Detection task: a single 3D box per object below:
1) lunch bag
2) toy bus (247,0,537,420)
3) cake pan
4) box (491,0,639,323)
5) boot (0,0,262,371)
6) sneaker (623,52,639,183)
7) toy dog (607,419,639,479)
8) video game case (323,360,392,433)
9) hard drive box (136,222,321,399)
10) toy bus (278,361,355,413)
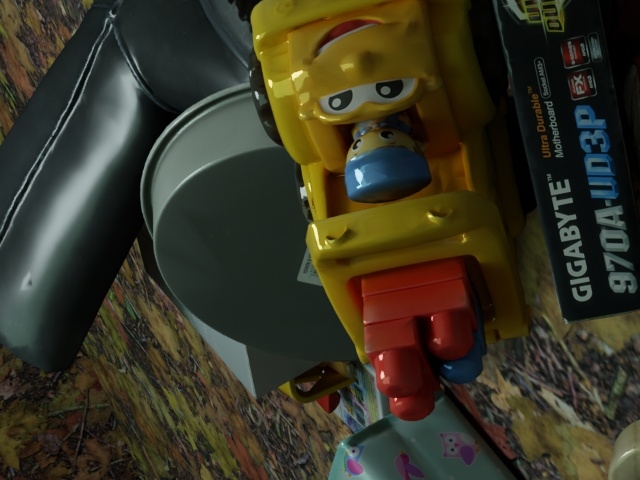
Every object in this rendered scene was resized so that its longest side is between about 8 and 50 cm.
[{"bbox_3d":[0.113,0.316,1.092,0.223,0.160,0.262,49,149,27],"label":"lunch bag"},{"bbox_3d":[0.047,-0.017,0.613,0.220,0.149,0.211,64,-159,-48],"label":"toy bus"},{"bbox_3d":[0.000,0.000,0.835,0.293,0.293,0.054,88,-173,-47],"label":"cake pan"},{"bbox_3d":[0.131,-0.092,0.583,0.175,0.051,0.220,-74,-31,-62],"label":"box"},{"bbox_3d":[-0.175,-0.048,0.986,0.445,0.146,0.367,-52,47,20],"label":"boot"},{"bbox_3d":[0.213,0.000,0.593,0.225,0.088,0.093,70,164,-11],"label":"sneaker"},{"bbox_3d":[0.261,0.277,0.725,0.161,0.220,0.333,9,140,24],"label":"toy dog"},{"bbox_3d":[0.039,0.175,1.276,0.143,0.019,0.157,39,148,44],"label":"video game case"},{"bbox_3d":[-0.056,0.025,1.092,0.232,0.181,0.089,42,150,40],"label":"hard drive box"},{"bbox_3d":[-0.049,0.110,1.232,0.191,0.104,0.202,59,151,19],"label":"toy bus"}]
